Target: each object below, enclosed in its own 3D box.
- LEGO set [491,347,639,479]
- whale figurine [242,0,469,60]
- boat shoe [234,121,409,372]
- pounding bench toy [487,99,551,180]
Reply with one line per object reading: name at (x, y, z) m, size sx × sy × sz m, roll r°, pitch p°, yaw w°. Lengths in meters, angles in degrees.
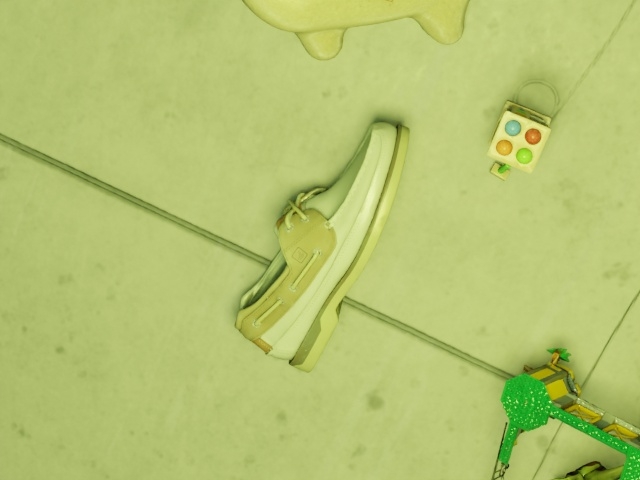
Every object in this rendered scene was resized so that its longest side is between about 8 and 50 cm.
LEGO set at (0.308, 0.283, 1.678) m, size 0.255 × 0.192 × 0.331 m, roll 16°, pitch 108°, yaw 35°
whale figurine at (0.032, -0.290, 1.559) m, size 0.272 × 0.141 × 0.216 m, roll 13°, pitch 110°, yaw -21°
boat shoe at (0.000, 0.000, 1.644) m, size 0.103 × 0.113 × 0.302 m, roll 23°, pitch 110°, yaw -4°
pounding bench toy at (0.203, -0.095, 1.607) m, size 0.052 × 0.065 × 0.083 m, roll 22°, pitch 109°, yaw 2°
